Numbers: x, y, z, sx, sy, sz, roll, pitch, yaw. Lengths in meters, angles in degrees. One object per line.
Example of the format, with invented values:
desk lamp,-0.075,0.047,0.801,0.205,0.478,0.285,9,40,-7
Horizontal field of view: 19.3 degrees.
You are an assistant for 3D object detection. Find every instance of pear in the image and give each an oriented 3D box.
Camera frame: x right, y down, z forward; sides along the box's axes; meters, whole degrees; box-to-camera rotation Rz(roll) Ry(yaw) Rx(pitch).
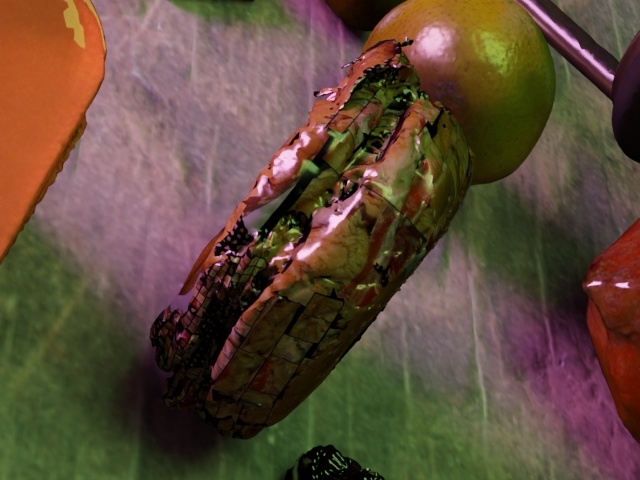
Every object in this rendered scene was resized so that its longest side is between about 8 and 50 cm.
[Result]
pear,0.085,-0.100,1.241,0.141,0.141,0.104,49,16,3

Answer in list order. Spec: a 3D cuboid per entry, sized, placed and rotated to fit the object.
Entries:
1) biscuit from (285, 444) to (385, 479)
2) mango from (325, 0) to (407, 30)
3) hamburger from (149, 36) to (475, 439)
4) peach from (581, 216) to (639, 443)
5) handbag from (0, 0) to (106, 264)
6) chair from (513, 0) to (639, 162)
biscuit,0.022,0.147,1.037,0.087,0.027,0.089,51,36,4
mango,-0.015,-0.271,1.321,0.111,0.133,0.267,-39,102,-29
hamburger,0.000,0.000,0.996,0.107,0.231,0.231,42,35,0
peach,0.283,0.050,1.239,0.256,0.232,0.232,22,42,-26
handbag,-0.274,-0.051,0.797,0.303,0.116,0.410,45,36,-19
chair,0.253,-0.297,1.303,0.364,0.362,0.410,-21,68,-15
